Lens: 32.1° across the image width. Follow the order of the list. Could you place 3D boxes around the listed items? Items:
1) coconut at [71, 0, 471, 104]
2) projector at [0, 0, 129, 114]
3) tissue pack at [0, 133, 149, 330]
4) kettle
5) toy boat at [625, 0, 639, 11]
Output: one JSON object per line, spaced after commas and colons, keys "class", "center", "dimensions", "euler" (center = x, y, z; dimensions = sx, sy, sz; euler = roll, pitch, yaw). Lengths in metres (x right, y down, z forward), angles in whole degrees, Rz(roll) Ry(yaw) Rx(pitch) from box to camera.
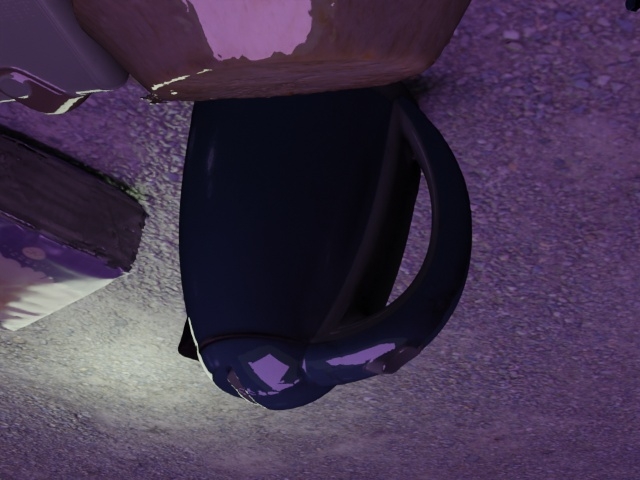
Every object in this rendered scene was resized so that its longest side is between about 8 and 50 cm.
{"class": "coconut", "center": [-0.035, -0.247, 0.739], "dimensions": [0.323, 0.323, 0.323], "euler": [5, 152, 3]}
{"class": "projector", "center": [-0.267, -0.224, 0.950], "dimensions": [0.177, 0.163, 0.242], "euler": [-3, 148, 21]}
{"class": "tissue pack", "center": [-0.418, 0.003, 1.444], "dimensions": [0.242, 0.125, 0.344], "euler": [27, 146, -32]}
{"class": "kettle", "center": [0.000, 0.000, 1.118], "dimensions": [0.319, 0.342, 0.247], "euler": [-12, 146, 30]}
{"class": "toy boat", "center": [0.213, -0.255, 0.823], "dimensions": [0.269, 0.141, 0.141], "euler": [28, 148, -9]}
